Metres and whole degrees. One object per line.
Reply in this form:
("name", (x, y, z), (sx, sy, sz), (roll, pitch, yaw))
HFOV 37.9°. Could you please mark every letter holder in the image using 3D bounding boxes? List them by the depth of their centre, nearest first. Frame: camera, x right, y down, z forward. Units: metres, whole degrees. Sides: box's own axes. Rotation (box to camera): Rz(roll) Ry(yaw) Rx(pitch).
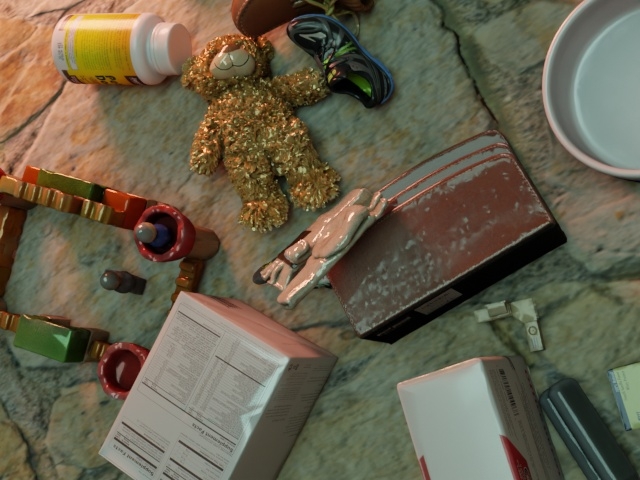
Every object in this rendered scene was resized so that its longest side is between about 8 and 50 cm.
("letter holder", (0.155, -0.022, 1.314), (0.301, 0.152, 0.214), (-32, 72, 14))

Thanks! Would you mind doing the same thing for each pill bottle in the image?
("pill bottle", (-0.326, -0.317, 1.545), (0.215, 0.117, 0.117), (4, 85, 21))

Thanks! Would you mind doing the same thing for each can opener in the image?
("can opener", (0.397, 0.305, 1.235), (0.093, 0.074, 0.280), (-29, 73, -21))

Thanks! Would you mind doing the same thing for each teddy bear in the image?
("teddy bear", (-0.099, -0.178, 1.448), (0.245, 0.113, 0.338), (-9, 80, 17))

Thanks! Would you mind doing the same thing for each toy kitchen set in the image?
("toy kitchen set", (0.261, 0.123, 1.298), (0.083, 0.068, 0.075), (-14, 78, 18))

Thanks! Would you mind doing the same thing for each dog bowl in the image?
("dog bowl", (0.436, -0.208, 1.230), (0.264, 0.104, 0.265), (-2, 85, 33))

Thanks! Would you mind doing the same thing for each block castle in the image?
("block castle", (-0.411, 0.048, 1.478), (0.453, 0.213, 0.303), (15, 88, 22))

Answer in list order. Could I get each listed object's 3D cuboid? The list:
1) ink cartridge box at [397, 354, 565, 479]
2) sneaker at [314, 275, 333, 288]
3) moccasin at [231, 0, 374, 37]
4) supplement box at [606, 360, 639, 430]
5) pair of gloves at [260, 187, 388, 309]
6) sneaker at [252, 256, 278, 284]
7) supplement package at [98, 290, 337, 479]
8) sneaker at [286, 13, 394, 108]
("ink cartridge box", (0.214, 0.256, 1.192), (0.114, 0.273, 0.197), (-21, 76, 20))
("sneaker", (0.007, 0.037, 1.402), (0.098, 0.038, 0.069), (-2, 71, 56))
("moccasin", (0.041, -0.403, 1.420), (0.380, 0.139, 0.147), (-21, 69, 6))
("supplement box", (0.432, 0.201, 1.232), (0.083, 0.056, 0.083), (-19, 77, 17))
("pair of gloves", (0.000, 0.000, 1.310), (0.042, 0.240, 0.204), (44, 89, -11))
("sneaker", (-0.074, 0.041, 1.449), (0.083, 0.035, 0.031), (-31, 73, 14))
("supplement package", (-0.143, 0.239, 1.361), (0.198, 0.199, 0.263), (28, 93, 21))
("sneaker", (0.027, -0.270, 1.401), (0.188, 0.078, 0.067), (40, 137, -1))
